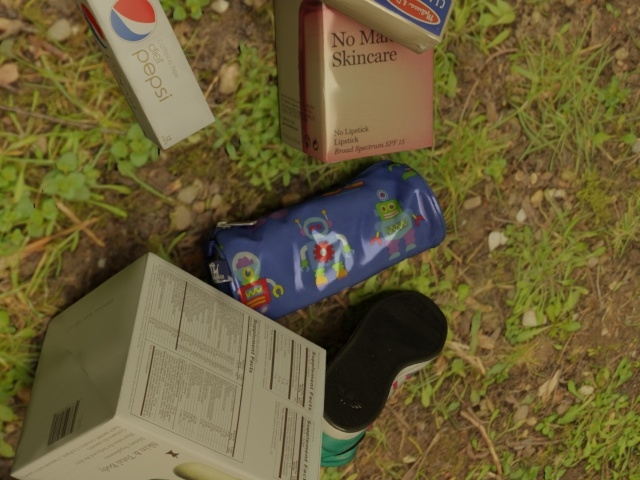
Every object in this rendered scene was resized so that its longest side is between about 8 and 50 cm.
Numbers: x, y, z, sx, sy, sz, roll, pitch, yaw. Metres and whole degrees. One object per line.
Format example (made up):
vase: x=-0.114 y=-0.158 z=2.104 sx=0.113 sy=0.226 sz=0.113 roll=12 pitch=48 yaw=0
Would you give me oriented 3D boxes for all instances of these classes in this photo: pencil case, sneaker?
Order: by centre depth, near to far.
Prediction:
pencil case: x=0.000 y=0.000 z=1.171 sx=0.306 sy=0.119 sz=0.133 roll=-23 pitch=101 yaw=-19
sneaker: x=0.047 y=0.192 z=1.265 sx=0.124 sy=0.178 sz=0.295 roll=46 pitch=42 yaw=6

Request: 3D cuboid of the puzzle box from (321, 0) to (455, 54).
puzzle box: x=-0.016 y=-0.399 z=0.968 sx=0.408 sy=0.052 sz=0.272 roll=24 pitch=77 yaw=-18

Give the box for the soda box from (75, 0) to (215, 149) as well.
soda box: x=-0.194 y=-0.210 z=1.024 sx=0.069 sy=0.074 sz=0.216 roll=-32 pitch=119 yaw=-14

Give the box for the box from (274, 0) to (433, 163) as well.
box: x=0.039 y=-0.221 z=1.110 sx=0.148 sy=0.127 sz=0.233 roll=-11 pitch=112 yaw=-23

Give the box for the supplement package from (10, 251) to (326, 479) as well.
supplement package: x=-0.156 y=0.186 z=1.062 sx=0.262 sy=0.198 sz=0.199 roll=32 pitch=134 yaw=-32
